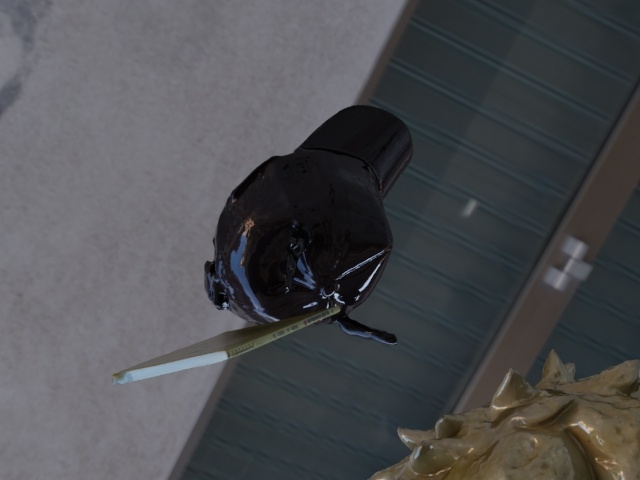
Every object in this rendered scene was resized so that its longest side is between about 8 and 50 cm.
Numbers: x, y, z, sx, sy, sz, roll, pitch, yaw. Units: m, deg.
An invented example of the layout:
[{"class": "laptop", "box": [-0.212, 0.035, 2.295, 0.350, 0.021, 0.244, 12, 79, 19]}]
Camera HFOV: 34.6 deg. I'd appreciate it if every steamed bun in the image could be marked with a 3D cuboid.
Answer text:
[{"class": "steamed bun", "box": [0.144, 0.179, 0.793, 0.292, 0.295, 0.137, -17, -110, -20]}]

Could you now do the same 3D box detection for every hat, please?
[{"class": "hat", "box": [0.031, -0.002, 1.263, 0.209, 0.336, 0.238, 38, 160, 39]}]

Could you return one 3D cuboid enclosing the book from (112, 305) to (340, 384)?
[{"class": "book", "box": [-0.096, 0.106, 1.063, 0.168, 0.013, 0.192, -17, 180, 36]}]
